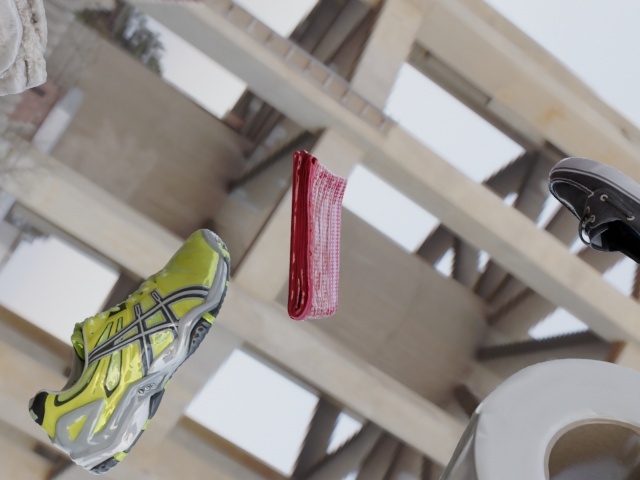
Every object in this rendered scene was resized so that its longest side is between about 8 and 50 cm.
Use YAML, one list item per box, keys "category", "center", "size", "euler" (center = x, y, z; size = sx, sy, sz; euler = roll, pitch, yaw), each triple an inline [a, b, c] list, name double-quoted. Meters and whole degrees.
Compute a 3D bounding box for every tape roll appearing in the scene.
- category: "tape roll"
  center: [0.211, 0.240, 0.857]
  size: [0.246, 0.246, 0.169]
  euler: [-76, -179, -48]

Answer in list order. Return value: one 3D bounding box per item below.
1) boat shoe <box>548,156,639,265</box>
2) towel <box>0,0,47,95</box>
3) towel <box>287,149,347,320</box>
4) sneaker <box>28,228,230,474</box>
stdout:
- category: "boat shoe"
  center: [0.328, -0.015, 1.189]
  size: [0.076, 0.080, 0.228]
  euler: [-37, -129, -18]
- category: "towel"
  center: [-0.291, -0.223, 0.718]
  size: [0.187, 0.282, 0.049]
  euler: [-7, -165, 26]
- category: "towel"
  center: [0.000, 0.000, 1.349]
  size: [0.275, 0.031, 0.199]
  euler: [15, 78, -80]
- category: "sneaker"
  center: [-0.255, 0.127, 1.505]
  size: [0.145, 0.147, 0.385]
  euler: [-29, -151, 57]
